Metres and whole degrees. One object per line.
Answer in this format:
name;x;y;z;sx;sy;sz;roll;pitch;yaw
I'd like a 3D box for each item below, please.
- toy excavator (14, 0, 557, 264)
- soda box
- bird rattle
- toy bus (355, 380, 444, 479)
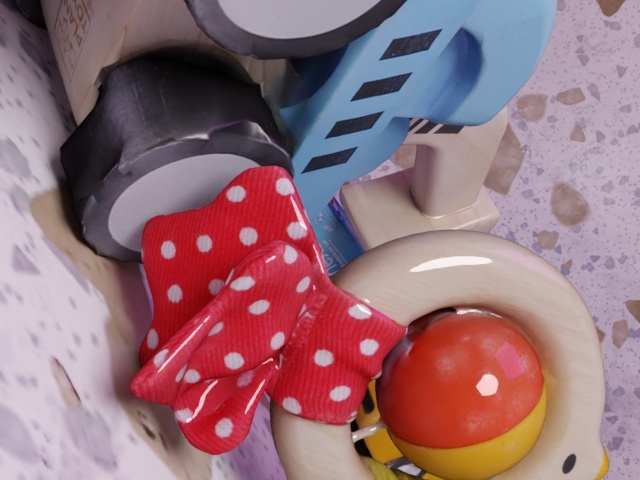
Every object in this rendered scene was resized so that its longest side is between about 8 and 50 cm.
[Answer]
toy excavator;0.035;-0.109;0.546;0.445;0.433;0.222;-3;56;-35
soda box;0.000;0.000;0.842;0.210;0.067;0.071;53;12;-47
bird rattle;0.033;0.075;0.400;0.143;0.207;0.254;-162;-130;-75
toy bus;0.116;0.171;0.761;0.333;0.130;0.108;52;12;-46
